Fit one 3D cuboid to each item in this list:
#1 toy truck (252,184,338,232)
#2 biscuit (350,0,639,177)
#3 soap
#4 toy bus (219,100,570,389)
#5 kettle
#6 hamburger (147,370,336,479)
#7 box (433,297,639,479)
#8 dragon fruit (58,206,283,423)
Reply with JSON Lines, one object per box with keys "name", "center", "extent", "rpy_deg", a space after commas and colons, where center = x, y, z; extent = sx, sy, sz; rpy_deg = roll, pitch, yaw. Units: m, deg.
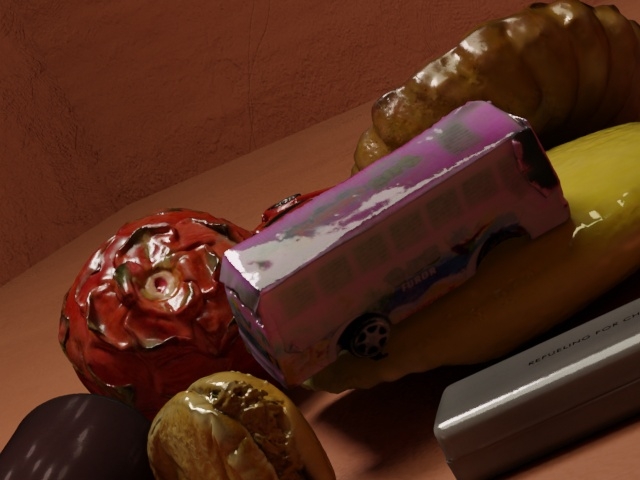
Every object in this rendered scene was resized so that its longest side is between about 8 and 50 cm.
{"name": "toy truck", "center": [0.000, 0.000, 2.280], "extent": [0.114, 0.107, 0.252], "rpy_deg": [-33, 10, -32]}
{"name": "biscuit", "center": [0.186, -0.090, 1.851], "extent": [0.325, 0.107, 0.326], "rpy_deg": [-23, -30, -14]}
{"name": "soap", "center": [0.152, 0.021, 1.652], "extent": [0.427, 0.115, 0.306], "rpy_deg": [-32, 7, -9]}
{"name": "toy bus", "center": [0.060, 0.000, 1.492], "extent": [0.274, 0.112, 0.090], "rpy_deg": [-32, 41, -14]}
{"name": "kettle", "center": [-0.185, 0.235, 1.494], "extent": [0.202, 0.144, 0.232], "rpy_deg": [4, 22, 8]}
{"name": "hamburger", "center": [-0.060, 0.164, 1.407], "extent": [0.083, 0.138, 0.147], "rpy_deg": [-36, 5, -37]}
{"name": "box", "center": [0.196, 0.088, 1.319], "extent": [0.243, 0.055, 0.103], "rpy_deg": [-26, 9, 15]}
{"name": "dragon fruit", "center": [-0.133, 0.080, 1.856], "extent": [0.241, 0.241, 0.252], "rpy_deg": [-34, -1, -35]}
